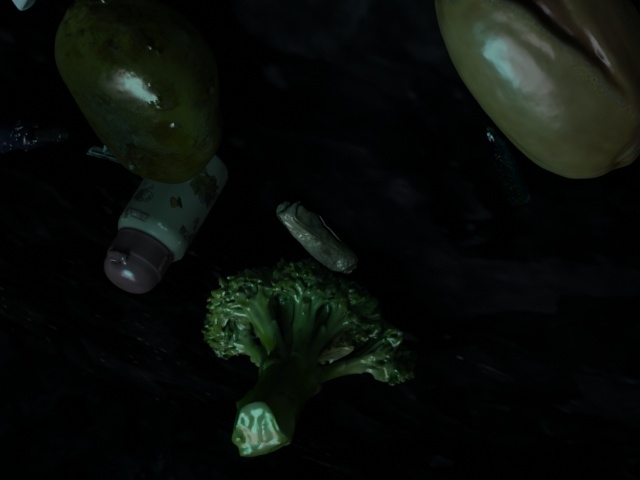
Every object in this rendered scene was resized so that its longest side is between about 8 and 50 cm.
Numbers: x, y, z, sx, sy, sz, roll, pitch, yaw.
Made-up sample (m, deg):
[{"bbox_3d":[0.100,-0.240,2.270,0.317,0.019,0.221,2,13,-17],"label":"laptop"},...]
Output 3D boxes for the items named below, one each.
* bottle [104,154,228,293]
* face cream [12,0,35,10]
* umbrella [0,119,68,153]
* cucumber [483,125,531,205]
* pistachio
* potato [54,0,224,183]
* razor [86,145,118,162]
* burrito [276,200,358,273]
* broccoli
[{"bbox_3d":[-0.248,-0.033,1.304,0.120,0.253,0.120,21,153,11],"label":"bottle"},{"bbox_3d":[-0.324,-0.378,0.890,0.145,0.145,0.369,34,150,-15],"label":"face cream"},{"bbox_3d":[-0.539,-0.184,1.495,0.248,0.071,0.071,6,146,31],"label":"umbrella"},{"bbox_3d":[0.230,-0.097,1.030,0.032,0.032,0.133,4,144,36],"label":"cucumber"},{"bbox_3d":[0.219,-0.168,0.781,0.293,0.162,0.181,40,-177,-28],"label":"pistachio"},{"bbox_3d":[-0.221,-0.194,1.094,0.210,0.173,0.307,16,153,15],"label":"potato"},{"bbox_3d":[-0.327,-0.221,1.278,0.111,0.056,0.278,17,144,14],"label":"razor"},{"bbox_3d":[0.001,-0.001,1.371,0.058,0.045,0.188,-16,131,37],"label":"burrito"},{"bbox_3d":[-0.083,0.192,1.435,0.353,0.397,0.275,2,119,46],"label":"broccoli"}]
